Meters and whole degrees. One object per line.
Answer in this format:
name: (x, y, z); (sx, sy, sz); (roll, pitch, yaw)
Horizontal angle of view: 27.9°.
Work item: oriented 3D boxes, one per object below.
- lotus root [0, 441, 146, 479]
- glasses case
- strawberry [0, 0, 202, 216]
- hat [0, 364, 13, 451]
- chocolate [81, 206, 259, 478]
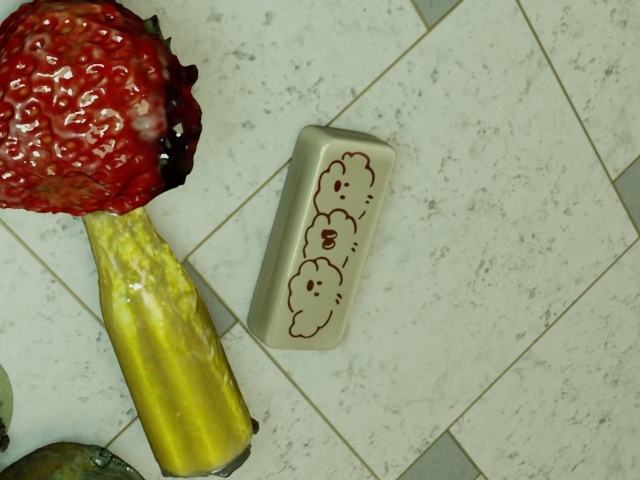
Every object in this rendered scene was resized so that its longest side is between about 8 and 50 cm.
lotus root: (-0.383, 0.431, 1.767); (0.346, 0.250, 0.250); (-48, 132, -31)
glasses case: (0.000, 0.000, 1.926); (0.144, 0.076, 0.336); (4, 110, -35)
strawberry: (-0.310, -0.167, 1.531); (0.310, 0.292, 0.291); (9, 107, -20)
hat: (-0.509, 0.269, 1.692); (0.257, 0.130, 0.257); (-15, 120, -27)
chocolate: (-0.214, 0.127, 1.797); (0.162, 0.162, 0.445); (-28, 123, -19)
